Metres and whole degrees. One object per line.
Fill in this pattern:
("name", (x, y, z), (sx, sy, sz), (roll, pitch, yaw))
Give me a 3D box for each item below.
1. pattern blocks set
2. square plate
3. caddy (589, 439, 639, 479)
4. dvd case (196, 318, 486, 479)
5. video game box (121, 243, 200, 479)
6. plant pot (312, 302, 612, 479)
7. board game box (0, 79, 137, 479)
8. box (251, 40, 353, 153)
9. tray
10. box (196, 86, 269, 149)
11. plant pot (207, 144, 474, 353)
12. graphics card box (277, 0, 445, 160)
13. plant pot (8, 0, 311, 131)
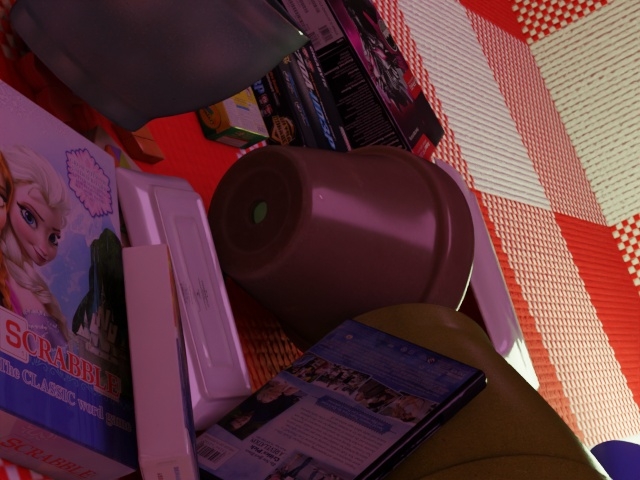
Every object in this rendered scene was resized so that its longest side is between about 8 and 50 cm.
("pattern blocks set", (-0.187, -0.024, 1.580), (0.325, 0.026, 0.285), (40, 31, -47))
("square plate", (0.263, 0.086, 2.371), (0.344, 0.049, 0.347), (61, 12, -61))
("caddy", (0.424, 0.443, 2.190), (0.341, 0.241, 0.179), (47, 20, -37))
("dvd case", (0.010, 0.170, 1.454), (0.253, 0.180, 0.022), (-36, 129, -33))
("video game box", (-0.136, 0.138, 1.351), (0.187, 0.048, 0.205), (93, -11, -57))
("plant pot", (0.117, 0.262, 1.581), (0.366, 0.366, 0.353), (46, 15, -40))
("board game box", (-0.274, 0.007, 1.250), (0.319, 0.066, 0.318), (36, 37, -51))
("box", (-0.035, -0.192, 2.109), (0.175, 0.051, 0.220), (19, 47, -62))
("tray", (-0.128, 0.055, 1.554), (0.145, 0.030, 0.270), (7, 65, -63))
("box", (-0.130, -0.205, 1.911), (0.105, 0.043, 0.179), (11, 57, -64))
("plant pot", (0.000, 0.000, 1.710), (0.229, 0.263, 0.263), (21, 45, -47))
("graphics card box", (0.052, -0.271, 2.357), (0.371, 0.094, 0.233), (59, 21, -9))
("plant pot", (-0.182, -0.234, 1.540), (0.293, 0.196, 0.293), (45, 7, -7))
